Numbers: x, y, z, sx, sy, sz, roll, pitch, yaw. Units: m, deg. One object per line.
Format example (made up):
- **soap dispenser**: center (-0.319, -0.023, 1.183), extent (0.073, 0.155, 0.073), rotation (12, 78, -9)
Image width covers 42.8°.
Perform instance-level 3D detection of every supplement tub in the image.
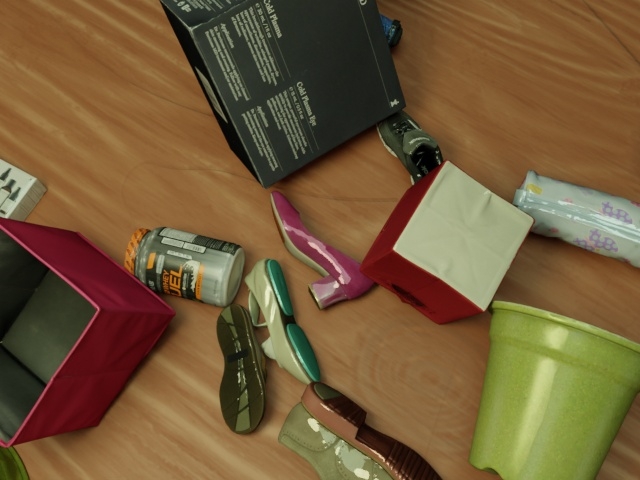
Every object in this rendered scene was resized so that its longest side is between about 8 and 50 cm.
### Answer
- **supplement tub**: center (-0.239, 0.043, 1.443), extent (0.191, 0.117, 0.116), rotation (13, 70, 9)

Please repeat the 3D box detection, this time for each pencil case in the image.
- **pencil case**: center (0.472, -0.035, 1.433), extent (0.273, 0.124, 0.113), rotation (19, 110, 12)

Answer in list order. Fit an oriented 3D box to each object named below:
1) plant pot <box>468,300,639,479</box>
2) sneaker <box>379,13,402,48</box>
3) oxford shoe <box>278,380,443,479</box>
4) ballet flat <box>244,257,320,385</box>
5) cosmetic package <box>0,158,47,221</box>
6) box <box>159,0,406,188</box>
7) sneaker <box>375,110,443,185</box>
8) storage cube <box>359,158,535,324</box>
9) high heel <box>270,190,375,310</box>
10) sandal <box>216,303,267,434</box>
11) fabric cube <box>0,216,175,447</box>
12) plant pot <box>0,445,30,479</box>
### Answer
- **plant pot**: center (0.354, 0.260, 1.268), extent (0.276, 0.276, 0.253), rotation (19, 83, 10)
- **sneaker**: center (0.118, -0.415, 1.599), extent (0.085, 0.152, 0.058), rotation (29, 105, 8)
- **oxford shoe**: center (0.085, 0.382, 1.312), extent (0.348, 0.123, 0.130), rotation (40, 102, 15)
- **ballet flat**: center (-0.074, 0.151, 1.420), extent (0.086, 0.086, 0.248), rotation (-19, 67, -4)
- **cosmetic package**: center (-0.654, -0.121, 1.561), extent (0.239, 0.060, 0.098), rotation (27, 71, 13)
- **box**: center (-0.057, -0.327, 1.443), extent (0.313, 0.343, 0.179), rotation (-30, 41, -9)
- **sneaker**: center (0.174, -0.176, 1.513), extent (0.078, 0.106, 0.234), rotation (-24, 69, -8)
- **storage cube**: center (0.207, 0.006, 1.368), extent (0.184, 0.193, 0.215), rotation (34, 74, -4)
- **high heel**: center (0.000, 0.000, 1.467), extent (0.117, 0.082, 0.244), rotation (-25, 68, -9)
- **sandal**: center (-0.130, 0.218, 1.397), extent (0.090, 0.060, 0.219), rotation (-22, 68, 25)
- **fabric cube**: center (-0.443, 0.140, 1.305), extent (0.254, 0.258, 0.259), rotation (35, 94, 15)
- **plant pot**: center (-0.664, 0.410, 1.193), extent (0.367, 0.353, 0.366), rotation (-1, 69, 2)
